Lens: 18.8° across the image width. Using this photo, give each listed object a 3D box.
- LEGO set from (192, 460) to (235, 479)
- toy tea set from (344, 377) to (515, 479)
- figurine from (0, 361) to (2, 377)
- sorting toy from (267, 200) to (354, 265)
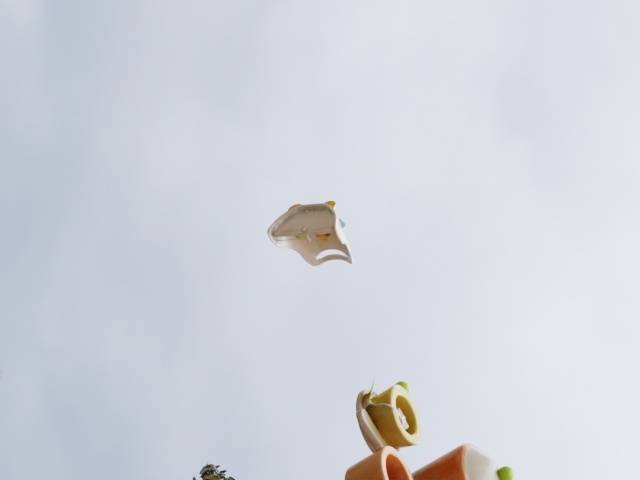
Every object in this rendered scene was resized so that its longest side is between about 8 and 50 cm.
[{"bbox_3d":[-0.143,0.310,2.513,0.083,0.054,0.023,128,-31,-45],"label":"LEGO set"},{"bbox_3d":[0.115,0.281,2.006,0.124,0.200,0.336,-24,-156,23],"label":"toy tea set"},{"bbox_3d":[-0.504,0.184,2.193,0.092,0.214,0.209,90,19,-46],"label":"figurine"},{"bbox_3d":[0.000,0.000,2.021,0.083,0.075,0.045,-4,-136,30],"label":"sorting toy"}]
